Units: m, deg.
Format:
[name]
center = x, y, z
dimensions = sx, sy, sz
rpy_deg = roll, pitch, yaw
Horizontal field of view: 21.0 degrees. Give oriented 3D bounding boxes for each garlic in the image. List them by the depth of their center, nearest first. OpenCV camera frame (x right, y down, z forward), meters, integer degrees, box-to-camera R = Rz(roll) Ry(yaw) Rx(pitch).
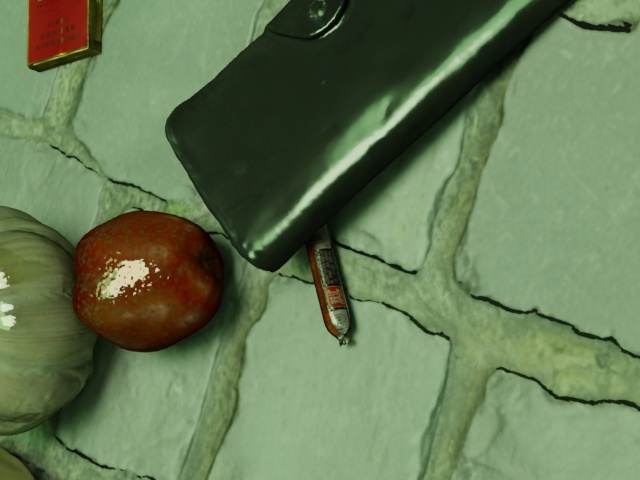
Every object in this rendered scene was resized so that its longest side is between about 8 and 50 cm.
[garlic]
center = -0.296, 0.077, 1.650
dimensions = 0.228, 0.152, 0.228
rpy_deg = 17, 112, 51

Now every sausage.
[sausage]
center = 0.000, 0.000, 1.524
dimensions = 0.028, 0.025, 0.198
rpy_deg = -14, 70, 1

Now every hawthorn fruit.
[hawthorn fruit]
center = -0.152, 0.035, 1.573
dimensions = 0.138, 0.133, 0.132
rpy_deg = -2, 78, 21

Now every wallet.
[wallet]
center = 0.037, -0.158, 1.499
dimensions = 0.377, 0.051, 0.197
rpy_deg = -42, 59, 14

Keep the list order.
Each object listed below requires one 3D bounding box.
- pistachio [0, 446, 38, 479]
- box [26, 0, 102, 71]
[pistachio]
center = -0.350, 0.254, 1.678
dimensions = 0.226, 0.136, 0.135
rpy_deg = 12, 88, 32
[box]
center = -0.263, -0.246, 1.778
dimensions = 0.090, 0.023, 0.133
rpy_deg = -9, 76, 34
